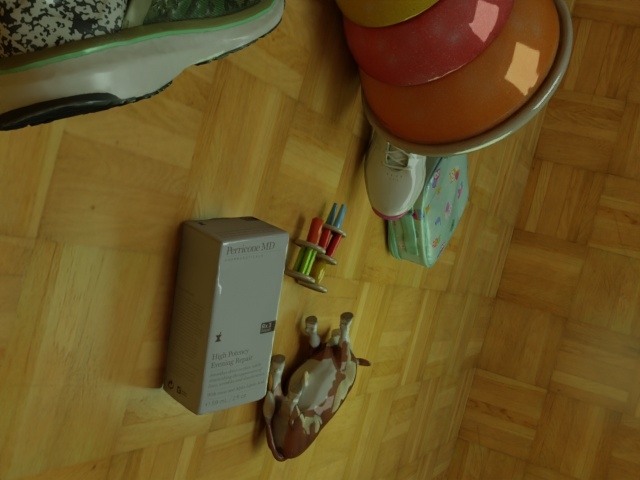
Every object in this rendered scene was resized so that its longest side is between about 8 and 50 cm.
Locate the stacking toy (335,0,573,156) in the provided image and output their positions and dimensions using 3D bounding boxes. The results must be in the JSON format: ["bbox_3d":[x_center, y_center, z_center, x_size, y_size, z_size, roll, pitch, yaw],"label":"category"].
[{"bbox_3d":[0.128,-0.370,1.321,0.480,0.350,0.351,42,64,-50],"label":"stacking toy"}]

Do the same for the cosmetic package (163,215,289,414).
[{"bbox_3d":[-0.120,0.092,1.188,0.117,0.085,0.231,-8,114,-45],"label":"cosmetic package"}]

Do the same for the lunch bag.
[{"bbox_3d":[0.211,-0.093,1.898,0.224,0.107,0.279,-55,150,-31],"label":"lunch bag"}]

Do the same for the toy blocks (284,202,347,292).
[{"bbox_3d":[0.000,0.000,1.508,0.123,0.054,0.148,44,64,-67],"label":"toy blocks"}]

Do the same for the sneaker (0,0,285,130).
[{"bbox_3d":[-0.159,-0.244,0.850,0.410,0.158,0.182,-51,131,-56],"label":"sneaker"}]

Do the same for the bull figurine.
[{"bbox_3d":[-0.003,0.232,1.602,0.310,0.101,0.188,-56,148,-44],"label":"bull figurine"}]

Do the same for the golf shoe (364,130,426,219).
[{"bbox_3d":[0.138,-0.191,1.626,0.140,0.115,0.306,60,40,-77],"label":"golf shoe"}]
